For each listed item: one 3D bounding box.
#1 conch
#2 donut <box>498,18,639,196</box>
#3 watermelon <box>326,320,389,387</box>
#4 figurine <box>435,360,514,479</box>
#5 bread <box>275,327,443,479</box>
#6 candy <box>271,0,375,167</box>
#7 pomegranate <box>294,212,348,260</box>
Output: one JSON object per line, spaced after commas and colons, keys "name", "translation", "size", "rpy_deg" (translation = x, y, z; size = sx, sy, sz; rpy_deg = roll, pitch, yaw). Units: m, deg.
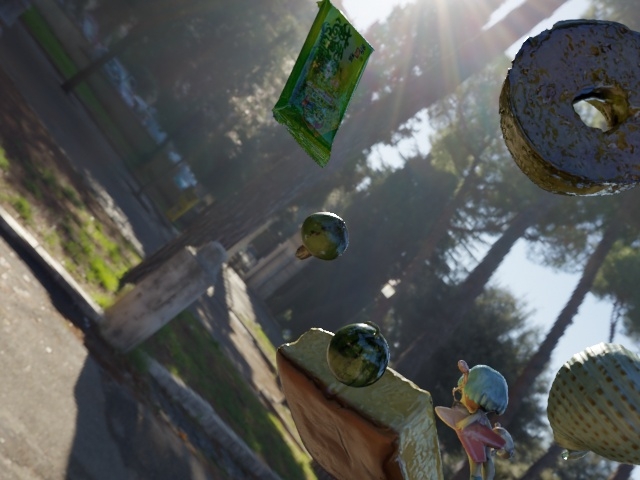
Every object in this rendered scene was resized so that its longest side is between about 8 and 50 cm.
{"name": "conch", "translation": [0.426, 0.242, 1.019], "size": [0.172, 0.200, 0.131], "rpy_deg": [51, -6, -10]}
{"name": "donut", "translation": [0.365, -0.170, 0.998], "size": [0.272, 0.272, 0.107], "rpy_deg": [51, -20, 9]}
{"name": "watermelon", "translation": [0.062, 0.175, 1.127], "size": [0.109, 0.109, 0.109], "rpy_deg": [51, -4, 5]}
{"name": "figurine", "translation": [0.338, 0.376, 1.451], "size": [0.205, 0.103, 0.260], "rpy_deg": [28, 47, -23]}
{"name": "bread", "translation": [0.079, 0.366, 1.424], "size": [0.323, 0.143, 0.333], "rpy_deg": [26, -38, 41]}
{"name": "candy", "translation": [0.006, -0.186, 0.853], "size": [0.032, 0.178, 0.102], "rpy_deg": [0, -28, 48]}
{"name": "pomegranate", "translation": [0.004, 0.001, 1.059], "size": [0.073, 0.073, 0.085], "rpy_deg": [49, -41, 30]}
